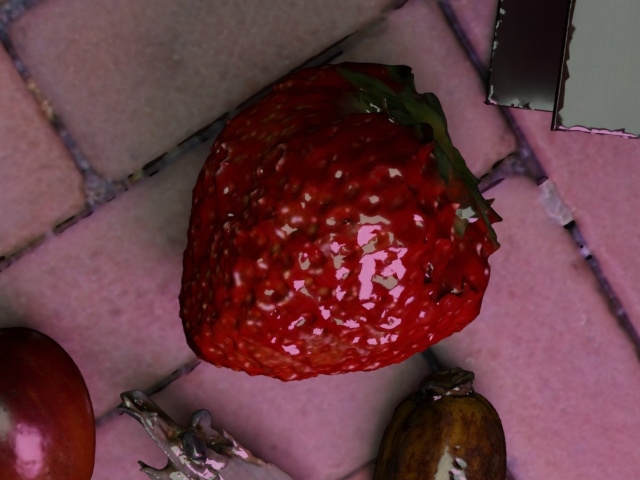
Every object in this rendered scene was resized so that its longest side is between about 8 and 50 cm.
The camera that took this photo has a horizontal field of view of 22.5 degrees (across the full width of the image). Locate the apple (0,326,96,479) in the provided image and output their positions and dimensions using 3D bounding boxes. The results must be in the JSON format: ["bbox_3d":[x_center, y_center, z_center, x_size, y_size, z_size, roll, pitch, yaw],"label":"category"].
[{"bbox_3d":[-0.262,0.161,1.338,0.156,0.147,0.158,-32,104,-21],"label":"apple"}]

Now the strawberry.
[{"bbox_3d":[0.000,0.000,1.292,0.277,0.257,0.257,-31,103,16],"label":"strawberry"}]

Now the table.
[{"bbox_3d":[0.262,-0.224,1.262,0.196,0.250,0.282,6,98,-8],"label":"table"}]

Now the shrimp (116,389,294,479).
[{"bbox_3d":[-0.104,0.283,1.398,0.247,0.085,0.360,-25,114,0],"label":"shrimp"}]

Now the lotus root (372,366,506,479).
[{"bbox_3d":[0.104,0.215,1.398,0.120,0.120,0.209,9,97,-8],"label":"lotus root"}]
